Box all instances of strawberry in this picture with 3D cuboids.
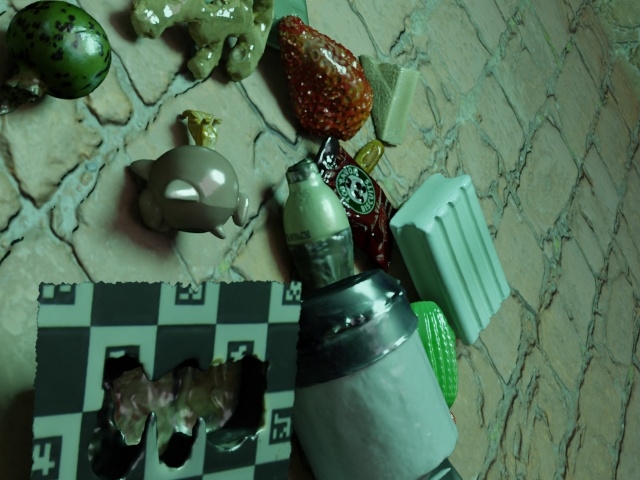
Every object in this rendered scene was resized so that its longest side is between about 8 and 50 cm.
[{"bbox_3d":[0.025,-0.257,1.488,0.236,0.107,0.175,20,77,-59],"label":"strawberry"}]

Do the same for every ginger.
[{"bbox_3d":[-0.159,-0.294,1.307,0.259,0.065,0.149,-18,116,-45],"label":"ginger"}]

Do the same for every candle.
[{"bbox_3d":[0.062,0.222,1.257,0.221,0.221,0.342,-33,103,-54],"label":"candle"}]

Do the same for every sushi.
[{"bbox_3d":[-0.188,0.183,1.035,0.373,0.100,0.296,0,94,-49],"label":"sushi"}]

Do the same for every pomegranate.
[{"bbox_3d":[-0.311,-0.203,1.046,0.122,0.122,0.161,48,64,-30],"label":"pomegranate"}]

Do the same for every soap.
[{"bbox_3d":[0.232,0.034,1.618,0.160,0.088,0.265,-48,127,-33],"label":"soap"}]

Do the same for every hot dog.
[{"bbox_3d":[0.081,-0.140,1.617,0.044,0.028,0.137,53,40,-13],"label":"hot dog"}]

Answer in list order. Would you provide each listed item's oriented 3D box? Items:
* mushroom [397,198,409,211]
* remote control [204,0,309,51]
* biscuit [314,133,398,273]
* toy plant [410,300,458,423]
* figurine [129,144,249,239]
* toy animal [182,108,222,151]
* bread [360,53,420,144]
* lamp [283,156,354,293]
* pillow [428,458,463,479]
[{"bbox_3d":[0.177,-0.039,1.665,0.084,0.067,0.083,16,68,-46],"label":"mushroom"},{"bbox_3d":[-0.131,-0.391,1.412,0.335,0.066,0.127,12,63,-51],"label":"remote control"},{"bbox_3d":[0.061,-0.050,1.516,0.235,0.063,0.151,42,44,-34],"label":"biscuit"},{"bbox_3d":[0.176,0.217,1.528,0.154,0.088,0.240,41,46,-37],"label":"toy plant"},{"bbox_3d":[-0.165,-0.062,1.171,0.138,0.125,0.125,10,66,-40],"label":"figurine"},{"bbox_3d":[-0.169,-0.134,1.265,0.060,0.081,0.083,-17,124,-63],"label":"toy animal"},{"bbox_3d":[0.115,-0.264,1.724,0.077,0.105,0.152,6,101,-53],"label":"bread"},{"bbox_3d":[0.000,0.000,1.375,0.101,0.101,0.250,-26,102,-55],"label":"lamp"},{"bbox_3d":[0.147,0.395,1.391,0.186,0.106,0.250,53,34,-11],"label":"pillow"}]
